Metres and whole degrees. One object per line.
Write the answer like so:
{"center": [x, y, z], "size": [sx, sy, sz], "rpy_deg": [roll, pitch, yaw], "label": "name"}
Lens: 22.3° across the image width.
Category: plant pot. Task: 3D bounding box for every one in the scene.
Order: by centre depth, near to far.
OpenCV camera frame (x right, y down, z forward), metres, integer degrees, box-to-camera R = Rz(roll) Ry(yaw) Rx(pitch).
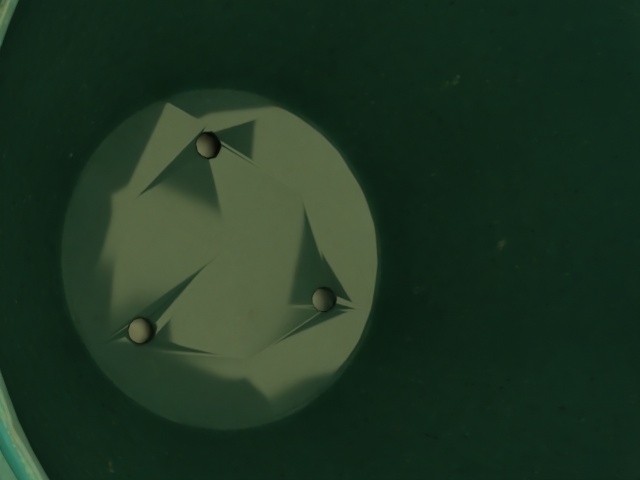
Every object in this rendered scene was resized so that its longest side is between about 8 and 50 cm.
{"center": [0.000, 0.000, 0.569], "size": [0.290, 0.195, 0.290], "rpy_deg": [2, 86, -24], "label": "plant pot"}

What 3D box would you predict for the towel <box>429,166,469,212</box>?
{"center": [0.209, -0.065, 0.776], "size": [0.329, 0.037, 0.237], "rpy_deg": [24, 75, -24], "label": "towel"}
